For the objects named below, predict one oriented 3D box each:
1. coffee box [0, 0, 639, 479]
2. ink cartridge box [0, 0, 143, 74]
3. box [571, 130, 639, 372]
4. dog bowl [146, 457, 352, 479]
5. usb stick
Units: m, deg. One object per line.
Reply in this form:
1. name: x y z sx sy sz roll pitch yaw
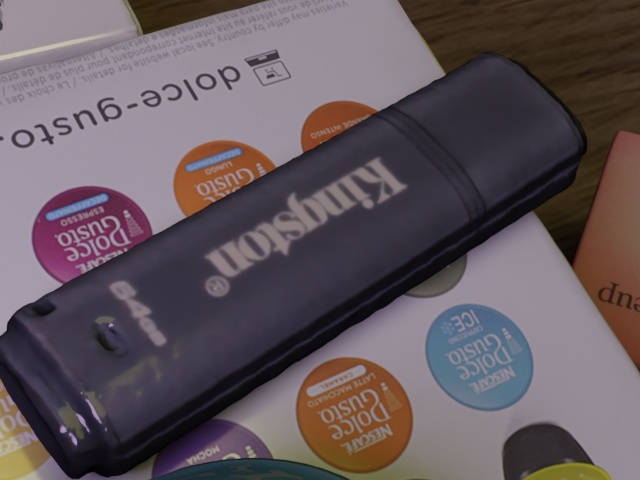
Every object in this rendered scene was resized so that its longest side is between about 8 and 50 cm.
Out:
1. coffee box: -0.070 0.124 0.647 0.338 0.338 0.334 -21 70 -24
2. ink cartridge box: -0.267 -0.085 0.787 0.273 0.198 0.114 -18 67 -23
3. box: 0.241 0.063 0.858 0.149 0.127 0.232 17 64 14
4. dog bowl: -0.096 0.156 0.373 0.297 0.074 0.165 -9 74 7
5. usb stick: 0.000 0.000 0.508 0.278 0.045 0.077 -31 75 -28
